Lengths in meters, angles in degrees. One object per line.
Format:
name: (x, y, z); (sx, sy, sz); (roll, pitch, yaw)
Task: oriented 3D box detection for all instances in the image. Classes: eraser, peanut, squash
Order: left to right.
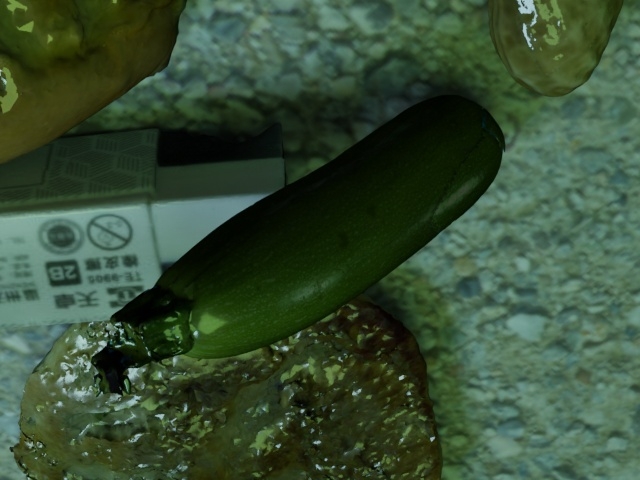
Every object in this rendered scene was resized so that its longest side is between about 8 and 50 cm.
eraser: (-0.221, -0.005, 0.922); (0.404, 0.096, 0.098); (-5, 126, 0)
squash: (0.000, -0.002, 0.838); (0.331, 0.087, 0.087); (-32, 135, -33)
peanut: (0.131, -0.174, 0.825); (0.089, 0.089, 0.193); (-17, 126, 9)

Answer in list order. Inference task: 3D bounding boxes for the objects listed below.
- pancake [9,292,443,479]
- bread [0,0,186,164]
pancake: (-0.068, 0.158, 1.074); (0.356, 0.065, 0.356); (-3, 127, -4)
bread: (-0.209, -0.125, 0.798); (0.251, 0.133, 0.174); (-23, 107, 14)
